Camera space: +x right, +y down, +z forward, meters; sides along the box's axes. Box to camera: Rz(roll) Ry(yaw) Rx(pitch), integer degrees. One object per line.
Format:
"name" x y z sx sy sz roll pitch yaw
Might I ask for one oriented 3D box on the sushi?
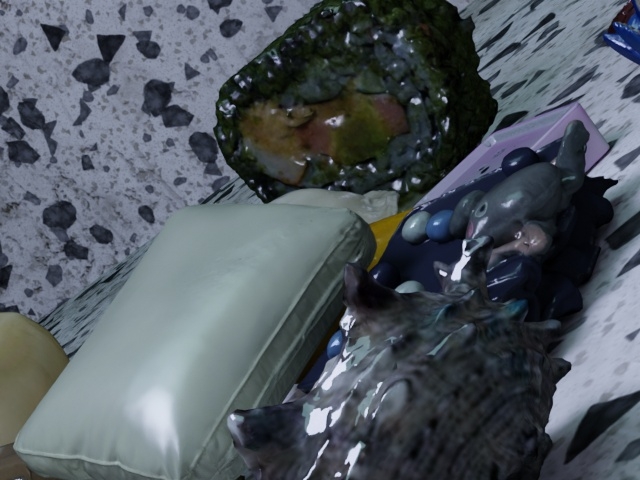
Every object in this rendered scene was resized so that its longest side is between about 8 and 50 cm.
"sushi" 0.052 -0.172 2.013 0.352 0.294 0.178 -30 10 34

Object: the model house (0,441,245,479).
"model house" -0.192 0.245 1.464 0.248 0.176 0.181 -19 14 14

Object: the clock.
"clock" 0.201 -0.065 1.639 0.150 0.063 0.197 -42 10 -21

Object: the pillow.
"pillow" -0.114 0.092 1.393 0.255 0.120 0.322 2 48 41

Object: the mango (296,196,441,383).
"mango" 0.030 0.050 1.582 0.317 0.119 0.176 -34 2 6

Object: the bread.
"bread" -0.504 0.279 2.117 0.348 0.253 0.376 -30 14 22

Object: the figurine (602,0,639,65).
"figurine" 0.420 -0.308 1.699 0.262 0.121 0.164 -59 10 16

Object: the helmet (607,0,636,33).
"helmet" 0.402 -0.258 1.809 0.111 0.057 0.089 -46 -29 25

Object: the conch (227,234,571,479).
"conch" 0.041 0.144 0.960 0.240 0.186 0.313 99 -164 -63

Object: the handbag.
"handbag" 0.136 0.025 1.326 0.269 0.118 0.325 -32 13 32

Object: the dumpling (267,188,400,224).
"dumpling" 0.000 0.000 1.844 0.258 0.147 0.193 -21 14 41
